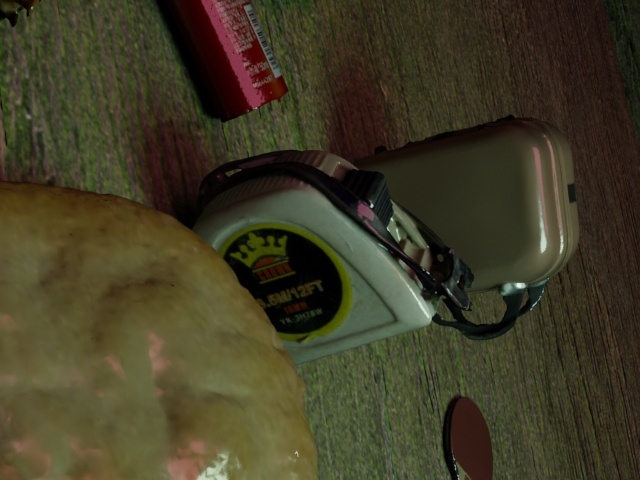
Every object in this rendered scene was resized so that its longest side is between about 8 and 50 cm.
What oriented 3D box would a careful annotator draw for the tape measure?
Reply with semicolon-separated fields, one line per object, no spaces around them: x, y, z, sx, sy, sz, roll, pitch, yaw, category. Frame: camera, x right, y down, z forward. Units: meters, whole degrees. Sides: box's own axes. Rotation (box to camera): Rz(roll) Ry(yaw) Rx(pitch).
0.000;0.000;1.269;0.231;0.271;0.133;60;32;-21;tape measure

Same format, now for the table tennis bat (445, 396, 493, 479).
0.210;0.322;1.685;0.130;0.019;0.220;51;35;-31;table tennis bat

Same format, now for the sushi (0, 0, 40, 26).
-0.349;-0.315;0.946;0.348;0.207;0.234;57;36;-14;sushi

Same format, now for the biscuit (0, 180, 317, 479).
-0.165;0.145;0.990;0.446;0.104;0.429;4;58;-48;biscuit

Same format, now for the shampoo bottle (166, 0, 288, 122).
-0.139;-0.296;1.396;0.118;0.076;0.314;-38;107;-53;shampoo bottle

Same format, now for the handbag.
0.194;-0.008;1.571;0.149;0.302;0.283;-12;90;-58;handbag
